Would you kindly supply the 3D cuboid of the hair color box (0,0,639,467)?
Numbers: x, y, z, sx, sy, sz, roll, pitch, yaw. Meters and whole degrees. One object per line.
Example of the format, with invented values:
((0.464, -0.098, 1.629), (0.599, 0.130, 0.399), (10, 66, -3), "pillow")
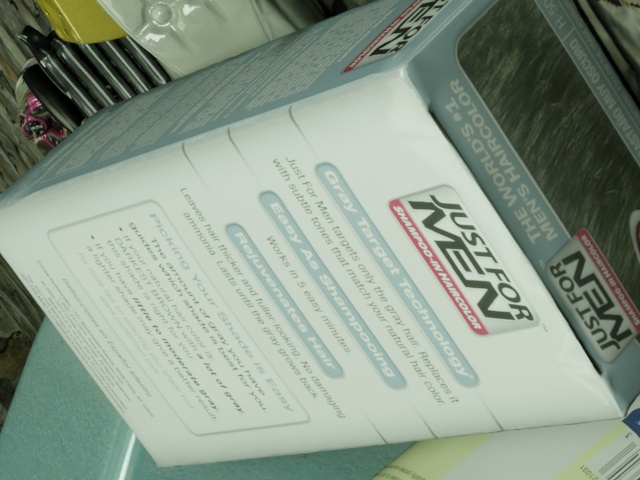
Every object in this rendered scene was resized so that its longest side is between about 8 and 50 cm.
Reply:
((0.000, 0.000, 0.975), (0.374, 0.113, 0.185), (-14, 116, 52), "hair color box")

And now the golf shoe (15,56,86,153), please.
((-0.222, -0.091, 1.784), (0.086, 0.067, 0.186), (-105, -7, -46), "golf shoe")

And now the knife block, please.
((-0.118, -0.060, 1.476), (0.242, 0.088, 0.275), (31, 155, 55), "knife block")

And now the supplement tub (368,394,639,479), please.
((0.089, 0.228, 1.057), (0.235, 0.325, 0.235), (48, 165, 17), "supplement tub")

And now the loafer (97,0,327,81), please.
((-0.024, -0.092, 1.122), (0.319, 0.112, 0.111), (55, -159, -14), "loafer")

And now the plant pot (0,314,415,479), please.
((-0.055, 0.100, 1.296), (0.247, 0.252, 0.248), (13, -177, -26), "plant pot")

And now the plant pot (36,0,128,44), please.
((-0.148, -0.175, 1.299), (0.081, 0.083, 0.081), (58, 165, -22), "plant pot")
